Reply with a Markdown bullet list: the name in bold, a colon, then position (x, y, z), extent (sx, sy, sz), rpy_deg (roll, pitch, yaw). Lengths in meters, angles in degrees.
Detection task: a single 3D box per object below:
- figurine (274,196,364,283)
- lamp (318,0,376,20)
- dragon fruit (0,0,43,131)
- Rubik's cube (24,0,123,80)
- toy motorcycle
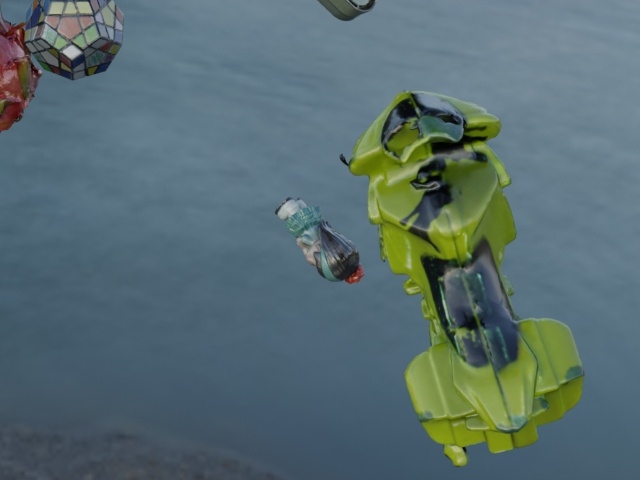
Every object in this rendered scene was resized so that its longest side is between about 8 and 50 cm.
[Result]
- **figurine**: position (0.000, 0.000, 1.508), extent (0.106, 0.047, 0.060), rpy_deg (50, 8, 27)
- **lamp**: position (-0.013, -0.388, 1.461), extent (0.047, 0.266, 0.269), rpy_deg (-15, -43, 42)
- **dragon fruit**: position (-0.406, -0.216, 1.793), extent (0.133, 0.207, 0.150), rpy_deg (0, 0, 12)
- **Rubik's cube**: position (-0.267, -0.229, 1.621), extent (0.111, 0.111, 0.093), rpy_deg (17, 61, 26)
- **toy motorcycle**: position (0.116, 0.009, 1.268), extent (0.142, 0.342, 0.206), rpy_deg (-19, -20, 11)
